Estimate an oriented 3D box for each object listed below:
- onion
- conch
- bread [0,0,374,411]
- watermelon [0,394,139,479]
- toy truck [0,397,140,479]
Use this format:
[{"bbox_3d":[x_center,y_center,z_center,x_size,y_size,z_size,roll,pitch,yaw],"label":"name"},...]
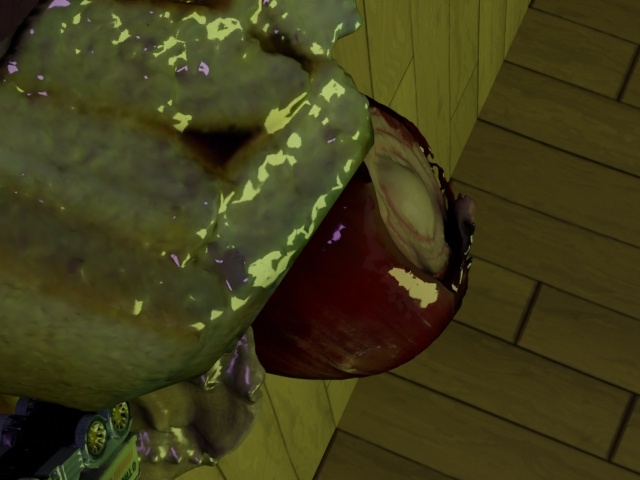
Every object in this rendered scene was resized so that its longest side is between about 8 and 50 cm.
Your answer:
[{"bbox_3d":[0.006,0.003,1.741,0.341,0.341,0.341,21,90,-77],"label":"onion"},{"bbox_3d":[-0.166,0.086,1.388,0.186,0.263,0.324,-15,91,-48],"label":"conch"},{"bbox_3d":[-0.129,-0.030,1.085,0.395,0.264,0.239,-56,-166,-24],"label":"bread"},{"bbox_3d":[-0.276,0.261,1.195,0.189,0.331,0.331,-27,-176,23],"label":"watermelon"},{"bbox_3d":[-0.193,0.187,1.126,0.191,0.085,0.116,-49,131,-61],"label":"toy truck"}]
